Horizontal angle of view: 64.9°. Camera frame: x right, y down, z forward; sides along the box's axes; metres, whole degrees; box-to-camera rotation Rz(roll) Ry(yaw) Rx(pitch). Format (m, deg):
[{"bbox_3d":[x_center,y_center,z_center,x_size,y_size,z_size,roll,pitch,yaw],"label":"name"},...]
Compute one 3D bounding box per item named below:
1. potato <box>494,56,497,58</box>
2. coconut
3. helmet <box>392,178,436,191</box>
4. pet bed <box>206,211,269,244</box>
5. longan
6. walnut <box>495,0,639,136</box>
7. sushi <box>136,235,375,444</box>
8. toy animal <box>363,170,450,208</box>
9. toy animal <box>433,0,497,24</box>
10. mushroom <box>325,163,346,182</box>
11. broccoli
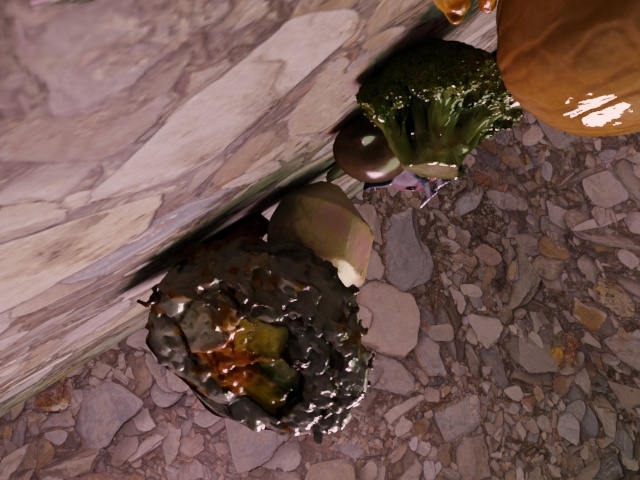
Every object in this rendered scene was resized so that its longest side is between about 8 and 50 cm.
[{"bbox_3d":[0.258,-0.243,0.907,0.243,0.098,0.138,-32,-178,-7],"label":"potato"},{"bbox_3d":[0.000,0.000,0.946,0.237,0.197,0.236,15,90,-85],"label":"coconut"},{"bbox_3d":[0.238,-0.200,1.228,0.198,0.154,0.253,-32,-175,-8],"label":"helmet"},{"bbox_3d":[-0.179,0.015,0.970,0.201,0.053,0.201,-38,-179,1],"label":"pet bed"},{"bbox_3d":[0.070,-0.123,0.652,0.113,0.092,0.113,-10,168,-2],"label":"longan"},{"bbox_3d":[0.220,-0.165,0.315,0.193,0.193,0.226,-33,179,-43],"label":"walnut"},{"bbox_3d":[-0.100,0.164,0.846,0.417,0.417,0.176,-33,-163,37],"label":"sushi"},{"bbox_3d":[0.160,-0.146,0.979,0.239,0.176,0.255,-45,176,-34],"label":"toy animal"},{"bbox_3d":[0.096,-0.167,0.282,0.081,0.060,0.083,4,174,-8],"label":"toy animal"},{"bbox_3d":[0.081,-0.158,0.935,0.202,0.054,0.059,-26,179,40],"label":"mushroom"},{"bbox_3d":[0.114,-0.134,0.500,0.162,0.137,0.146,12,167,-24],"label":"broccoli"}]
